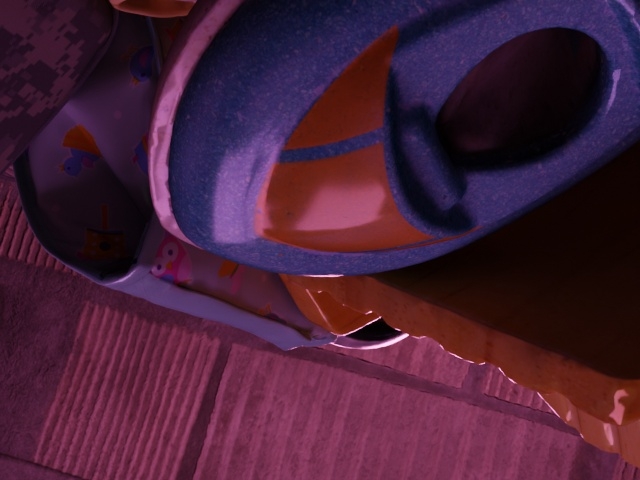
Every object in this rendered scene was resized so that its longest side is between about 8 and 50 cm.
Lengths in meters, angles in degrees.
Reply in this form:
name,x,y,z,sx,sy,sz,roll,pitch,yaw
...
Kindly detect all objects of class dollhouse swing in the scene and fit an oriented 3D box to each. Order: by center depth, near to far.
name,x,y,z,sx,sy,sz,roll,pitch,yaw
dollhouse swing,0.177,0.105,0.647,0.315,0.305,0.347,-26,-146,-36

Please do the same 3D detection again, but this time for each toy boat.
name,x,y,z,sx,sy,sz,roll,pitch,yaw
toy boat,0.016,-0.095,0.406,0.318,0.267,0.148,48,-164,-43

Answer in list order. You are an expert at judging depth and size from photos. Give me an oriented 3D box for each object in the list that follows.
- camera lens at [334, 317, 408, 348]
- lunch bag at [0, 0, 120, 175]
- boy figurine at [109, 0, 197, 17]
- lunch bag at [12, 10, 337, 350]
name,x,y,z,sx,sy,sz,roll,pitch,yaw
camera lens,0.000,0.000,1.164,0.219,0.219,0.274,19,172,-28
lunch bag,-0.288,-0.170,0.540,0.256,0.212,0.305,45,-176,23
boy figurine,0.020,-0.137,0.579,0.285,0.092,0.177,14,176,-15
lunch bag,-0.086,-0.057,0.710,0.160,0.262,0.223,-33,150,19
